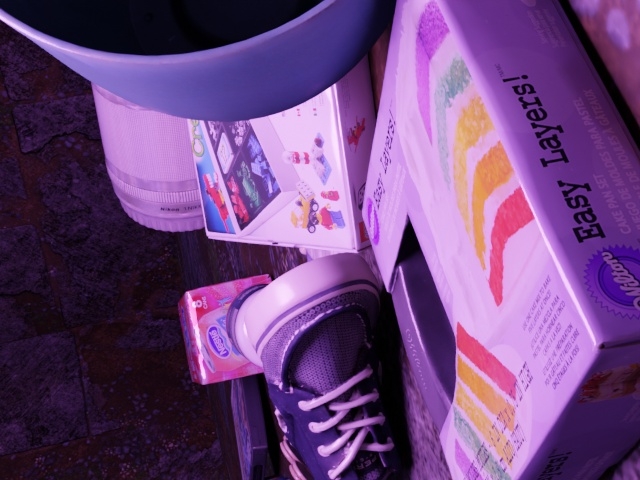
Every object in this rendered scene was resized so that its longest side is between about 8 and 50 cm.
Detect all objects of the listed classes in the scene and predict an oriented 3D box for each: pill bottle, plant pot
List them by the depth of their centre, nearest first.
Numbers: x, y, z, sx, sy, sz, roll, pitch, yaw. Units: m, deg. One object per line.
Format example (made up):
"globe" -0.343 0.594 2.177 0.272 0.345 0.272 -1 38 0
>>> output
"plant pot" -0.068 -0.207 0.649 0.235 0.293 0.293 67 -171 -77
"pill bottle" -0.059 0.110 1.302 0.180 0.108 0.108 176 83 -78

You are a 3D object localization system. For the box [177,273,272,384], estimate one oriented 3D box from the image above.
"box" -0.153 0.152 1.708 0.300 0.142 0.154 150 110 -78

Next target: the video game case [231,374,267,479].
"video game case" -0.144 0.356 2.028 0.248 0.035 0.275 98 164 -48

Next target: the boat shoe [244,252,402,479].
"boat shoe" 0.021 0.140 0.927 0.158 0.127 0.340 62 172 21

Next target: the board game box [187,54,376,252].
"board game box" -0.045 -0.147 0.893 0.193 0.053 0.305 6 110 43

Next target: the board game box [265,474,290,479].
"board game box" -0.074 0.520 1.943 0.201 0.035 0.136 133 125 -76

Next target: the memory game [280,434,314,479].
"memory game" 0.018 0.280 1.091 0.186 0.012 0.186 49 -177 -3

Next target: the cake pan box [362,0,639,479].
"cake pan box" 0.096 0.008 0.563 0.267 0.070 0.245 97 161 -58

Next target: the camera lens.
"camera lens" -0.214 -0.179 1.497 0.219 0.219 0.274 -113 17 -46

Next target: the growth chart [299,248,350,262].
"growth chart" 0.000 0.000 1.129 0.237 0.021 0.172 -123 24 -61
